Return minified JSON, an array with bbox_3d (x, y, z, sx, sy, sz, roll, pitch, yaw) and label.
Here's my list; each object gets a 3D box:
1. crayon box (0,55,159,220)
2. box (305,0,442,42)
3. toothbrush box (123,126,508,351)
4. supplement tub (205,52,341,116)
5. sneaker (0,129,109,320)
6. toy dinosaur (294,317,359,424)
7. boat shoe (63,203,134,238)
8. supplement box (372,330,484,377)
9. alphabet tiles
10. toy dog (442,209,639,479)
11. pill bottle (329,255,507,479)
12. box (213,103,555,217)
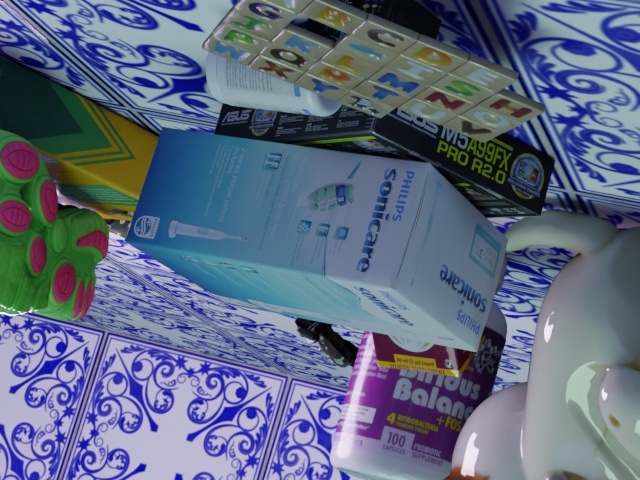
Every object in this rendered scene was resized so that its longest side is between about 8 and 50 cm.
[{"bbox_3d":[-0.314,-0.114,1.844,0.203,0.083,0.323,4,163,46],"label":"crayon box"},{"bbox_3d":[0.038,-0.157,1.221,0.083,0.052,0.062,5,164,41],"label":"box"},{"bbox_3d":[0.000,0.000,1.532,0.295,0.126,0.216,10,166,31],"label":"toothbrush box"},{"bbox_3d":[-0.035,-0.144,1.343,0.107,0.071,0.071,10,167,30],"label":"supplement tub"},{"bbox_3d":[-0.385,-0.008,1.782,0.202,0.185,0.483,10,166,9],"label":"sneaker"},{"bbox_3d":[0.094,0.136,2.083,0.218,0.164,0.322,46,-164,-9],"label":"toy dinosaur"},{"bbox_3d":[-0.263,-0.044,2.125,0.068,0.081,0.227,8,173,23],"label":"boat shoe"},{"bbox_3d":[0.109,0.047,1.747,0.104,0.081,0.188,5,122,28],"label":"supplement box"},{"bbox_3d":[0.041,-0.128,1.201,0.237,0.009,0.198,20,167,-13],"label":"alphabet tiles"},{"bbox_3d":[0.288,0.200,1.692,0.395,0.284,0.408,35,134,0],"label":"toy dog"},{"bbox_3d":[0.128,0.147,1.912,0.169,0.302,0.169,15,169,3],"label":"pill bottle"},{"bbox_3d":[0.055,-0.083,1.533,0.216,0.060,0.270,24,166,-32],"label":"box"}]
